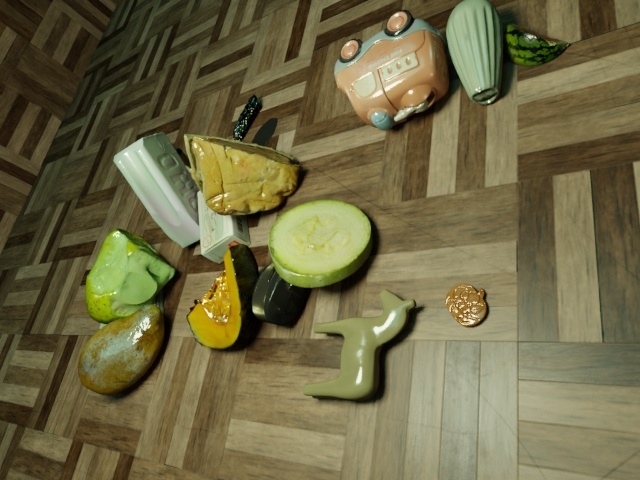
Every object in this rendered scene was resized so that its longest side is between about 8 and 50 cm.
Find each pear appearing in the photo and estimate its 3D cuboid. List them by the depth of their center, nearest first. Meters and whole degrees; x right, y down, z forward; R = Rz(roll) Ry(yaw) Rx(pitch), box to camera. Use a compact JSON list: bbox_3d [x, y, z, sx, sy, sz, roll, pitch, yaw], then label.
[{"bbox_3d":[-0.633,0.120,1.487,0.286,0.176,0.281,30,85,44],"label":"pear"}]

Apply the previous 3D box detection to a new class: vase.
[{"bbox_3d":[0.368,-0.438,1.110,0.128,0.128,0.248,-15,68,32],"label":"vase"}]

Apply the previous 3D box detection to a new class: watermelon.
[{"bbox_3d":[0.465,-0.455,1.076,0.087,0.069,0.163,-49,48,6],"label":"watermelon"}]

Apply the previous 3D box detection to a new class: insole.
[{"bbox_3d":[-0.216,-0.302,1.574,0.086,0.005,0.253,22,79,45],"label":"insole"}]

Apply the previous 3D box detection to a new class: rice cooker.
[{"bbox_3d":[-0.100,0.125,1.160,0.106,0.112,0.165,-9,54,42],"label":"rice cooker"}]

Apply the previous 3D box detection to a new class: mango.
[{"bbox_3d":[-0.576,0.320,1.398,0.316,0.146,0.193,-44,75,2],"label":"mango"}]

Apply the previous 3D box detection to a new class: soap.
[{"bbox_3d":[-0.478,-0.156,1.506,0.115,0.346,0.208,-26,15,15],"label":"soap"}]

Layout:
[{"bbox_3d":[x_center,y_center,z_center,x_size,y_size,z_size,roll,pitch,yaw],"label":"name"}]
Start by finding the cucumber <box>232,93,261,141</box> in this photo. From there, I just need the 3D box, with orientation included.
[{"bbox_3d":[-0.260,-0.421,1.647,0.053,0.053,0.181,21,81,44],"label":"cucumber"}]

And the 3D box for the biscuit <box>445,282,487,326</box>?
[{"bbox_3d":[0.286,0.122,0.923,0.078,0.015,0.091,-44,47,10],"label":"biscuit"}]

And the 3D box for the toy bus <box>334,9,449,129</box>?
[{"bbox_3d":[0.188,-0.402,1.199,0.288,0.194,0.232,-22,66,27],"label":"toy bus"}]

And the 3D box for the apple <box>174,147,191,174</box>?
[{"bbox_3d":[-0.551,-0.236,1.690,0.207,0.174,0.188,-61,19,1],"label":"apple"}]

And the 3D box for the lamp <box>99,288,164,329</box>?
[{"bbox_3d":[-0.624,0.223,1.566,0.267,0.047,0.269,-32,49,16],"label":"lamp"}]

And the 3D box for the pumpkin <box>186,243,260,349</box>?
[{"bbox_3d":[-0.210,0.158,1.229,0.169,0.148,0.312,49,129,17],"label":"pumpkin"}]

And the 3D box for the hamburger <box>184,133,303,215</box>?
[{"bbox_3d":[-0.238,-0.172,1.337,0.162,0.330,0.208,42,118,55],"label":"hamburger"}]

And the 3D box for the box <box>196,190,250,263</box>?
[{"bbox_3d":[-0.303,-0.073,1.460,0.135,0.079,0.269,-30,50,21],"label":"box"}]

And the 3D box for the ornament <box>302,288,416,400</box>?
[{"bbox_3d":[0.085,0.217,0.996,0.245,0.061,0.230,-13,56,34],"label":"ornament"}]

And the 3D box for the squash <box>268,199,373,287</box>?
[{"bbox_3d":[0.000,0.000,1.129,0.252,0.048,0.252,-7,45,7],"label":"squash"}]
